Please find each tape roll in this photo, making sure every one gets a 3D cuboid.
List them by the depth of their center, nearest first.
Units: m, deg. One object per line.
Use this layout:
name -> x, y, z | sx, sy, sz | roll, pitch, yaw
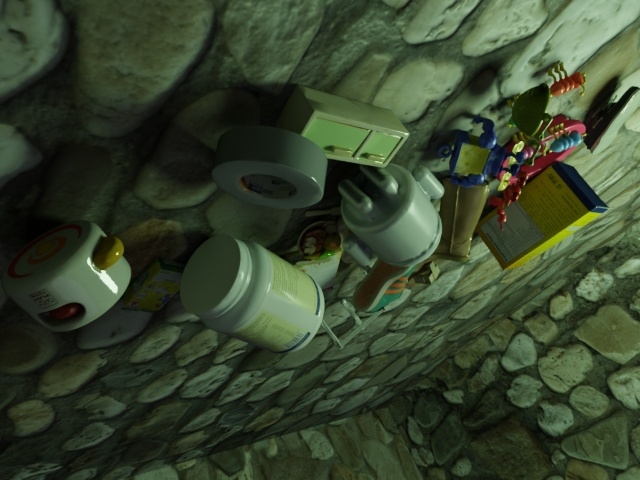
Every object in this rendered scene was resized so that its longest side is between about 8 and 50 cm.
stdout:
tape roll -> -0.098, -0.136, 0.913 | 0.219, 0.072, 0.219 | 6, 162, 2

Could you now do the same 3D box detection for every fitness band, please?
fitness band -> 0.671, -0.276, 1.440 | 0.290, 0.054, 0.209 | -25, 152, -3

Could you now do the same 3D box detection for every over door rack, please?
over door rack -> 0.094, 0.221, 1.627 | 0.239, 0.108, 0.324 | -39, 142, -10

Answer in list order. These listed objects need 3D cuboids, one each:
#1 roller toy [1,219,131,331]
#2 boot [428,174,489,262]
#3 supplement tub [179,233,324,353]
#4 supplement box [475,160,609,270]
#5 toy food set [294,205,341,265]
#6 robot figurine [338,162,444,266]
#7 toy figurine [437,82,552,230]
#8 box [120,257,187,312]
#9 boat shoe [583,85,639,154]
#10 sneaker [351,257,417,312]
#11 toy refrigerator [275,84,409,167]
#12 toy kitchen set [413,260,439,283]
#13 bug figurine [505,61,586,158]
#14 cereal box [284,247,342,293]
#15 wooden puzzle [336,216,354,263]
roller toy -> -0.475, 0.060, 0.878 | 0.191, 0.209, 0.146 | -49, 133, -30
boot -> 0.374, -0.072, 1.441 | 0.236, 0.089, 0.270 | 5, 124, 8
supplement tub -> -0.166, 0.141, 1.191 | 0.235, 0.235, 0.325 | -37, 138, 15
supplement box -> 0.749, -0.077, 1.606 | 0.195, 0.194, 0.356 | -2, 146, -48
toy food set -> 0.000, 0.000, 1.280 | 0.132, 0.038, 0.192 | -8, 129, -25
robot figurine -> 0.187, -0.060, 1.200 | 0.300, 0.200, 0.353 | -41, 137, 7
toy figurine -> 0.410, -0.220, 1.186 | 0.217, 0.191, 0.363 | 14, 137, 11
box -> -0.416, 0.120, 1.177 | 0.179, 0.043, 0.105 | -43, 146, 19
boat shoe -> 0.887, -0.375, 1.430 | 0.095, 0.079, 0.254 | -25, 151, -9
sneaker -> 0.230, 0.113, 1.492 | 0.302, 0.108, 0.121 | -50, 143, 17
toy refrigerator -> 0.053, -0.229, 0.978 | 0.269, 0.094, 0.102 | 1, 138, -40
toy kitchen set -> 0.415, 0.119, 1.846 | 0.083, 0.075, 0.068 | -46, 121, -37
bug figurine -> 0.609, -0.314, 1.246 | 0.216, 0.072, 0.279 | -25, 134, 7
cereal box -> -0.033, 0.107, 1.451 | 0.173, 0.047, 0.240 | -16, 148, -20
wooden puzzle -> 0.159, -0.027, 1.408 | 0.220, 0.044, 0.239 | -24, 149, -6
